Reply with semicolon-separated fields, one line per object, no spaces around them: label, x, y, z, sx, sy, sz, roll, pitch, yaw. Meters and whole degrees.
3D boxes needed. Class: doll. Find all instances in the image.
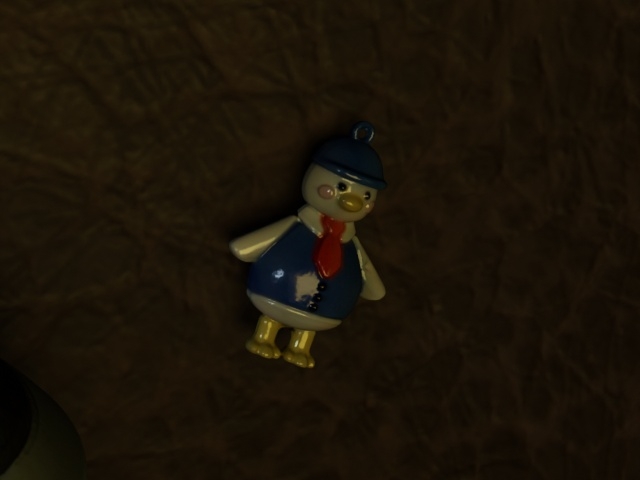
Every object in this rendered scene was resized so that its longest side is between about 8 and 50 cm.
doll;0.000;0.000;0.977;0.099;0.057;0.143;20;97;-24

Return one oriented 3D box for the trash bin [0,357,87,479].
trash bin;-0.259;0.240;0.857;0.280;0.280;0.432;-3;114;-18
